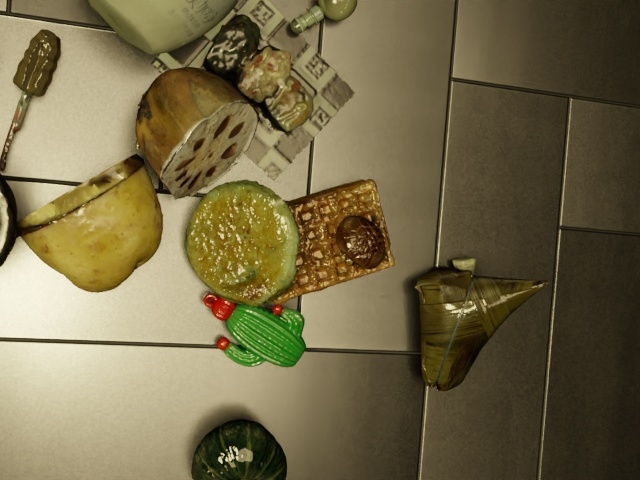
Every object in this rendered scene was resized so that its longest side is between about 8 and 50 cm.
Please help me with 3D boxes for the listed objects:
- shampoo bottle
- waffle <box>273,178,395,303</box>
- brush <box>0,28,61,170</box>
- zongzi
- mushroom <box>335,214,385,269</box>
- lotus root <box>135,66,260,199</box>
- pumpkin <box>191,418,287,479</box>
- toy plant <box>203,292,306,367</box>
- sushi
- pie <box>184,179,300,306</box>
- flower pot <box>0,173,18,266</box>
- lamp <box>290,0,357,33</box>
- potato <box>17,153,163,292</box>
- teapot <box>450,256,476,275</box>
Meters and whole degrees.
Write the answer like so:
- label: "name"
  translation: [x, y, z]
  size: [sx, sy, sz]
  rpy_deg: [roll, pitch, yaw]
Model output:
- label: "shampoo bottle"
  translation: [-0.314, -0.545, 1.474]
  size: [0.317, 0.322, 0.322]
  rpy_deg: [-45, 103, -1]
- label: "waffle"
  translation: [0.000, 0.000, 1.702]
  size: [0.307, 0.091, 0.213]
  rpy_deg: [-17, 97, -15]
- label: "brush"
  translation: [-0.602, -0.284, 1.529]
  size: [0.071, 0.084, 0.301]
  rpy_deg: [21, 92, -17]
- label: "zongzi"
  translation: [0.375, 0.206, 1.734]
  size: [0.299, 0.138, 0.286]
  rpy_deg: [-1, 95, 25]
- label: "mushroom"
  translation: [0.088, 0.005, 1.639]
  size: [0.126, 0.085, 0.109]
  rpy_deg: [32, 82, -24]
- label: "lotus root"
  translation: [-0.275, -0.231, 1.548]
  size: [0.192, 0.272, 0.272]
  rpy_deg: [43, 80, 7]
- label: "pumpkin"
  translation: [-0.175, 0.490, 1.639]
  size: [0.211, 0.152, 0.212]
  rpy_deg: [-8, 119, -15]
- label: "toy plant"
  translation: [-0.148, 0.207, 1.671]
  size: [0.240, 0.088, 0.155]
  rpy_deg: [9, 103, -6]
- label: "sushi"
  translation: [-0.128, -0.361, 1.647]
  size: [0.373, 0.100, 0.296]
  rpy_deg: [45, 80, -13]
- label: "pie"
  translation: [-0.164, 0.003, 1.596]
  size: [0.276, 0.078, 0.277]
  rpy_deg: [3, 99, 21]
- label: "flower pot"
  translation: [-0.697, -0.037, 1.409]
  size: [0.266, 0.267, 0.267]
  rpy_deg: [0, 90, -16]
- label: "lamp"
  translation: [0.003, -0.517, 1.691]
  size: [0.163, 0.091, 0.091]
  rpy_deg: [-33, 100, -4]
- label: "potato"
  translation: [-0.438, -0.017, 1.521]
  size: [0.285, 0.242, 0.243]
  rpy_deg: [-37, 101, -21]
- label: "teapot"
  translation: [0.349, 0.083, 1.828]
  size: [0.067, 0.057, 0.083]
  rpy_deg: [-8, 99, 21]
